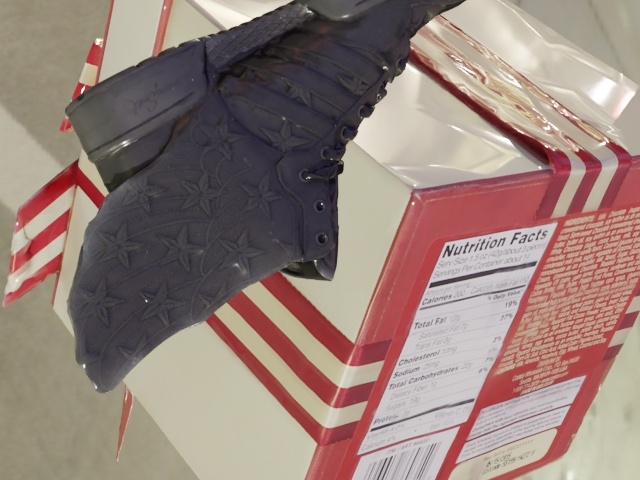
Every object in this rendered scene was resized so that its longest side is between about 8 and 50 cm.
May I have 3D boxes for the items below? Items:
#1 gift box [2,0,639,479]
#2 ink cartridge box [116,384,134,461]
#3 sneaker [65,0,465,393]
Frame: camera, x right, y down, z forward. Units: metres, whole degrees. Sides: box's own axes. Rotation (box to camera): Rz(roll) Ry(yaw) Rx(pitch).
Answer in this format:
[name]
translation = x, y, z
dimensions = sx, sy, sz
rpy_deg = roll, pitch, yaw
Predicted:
[gift box]
translation = 0.000, 0.000, 0.641
dimensions = 0.255, 0.258, 0.276
rpy_deg = -5, 129, -42
[ink cartridge box]
translation = -0.166, 0.044, 1.022
dimensions = 0.181, 0.056, 0.225
rpy_deg = -96, -157, -59
[sneaker]
translation = -0.012, -0.026, 0.383
dimensions = 0.170, 0.051, 0.089
rpy_deg = -26, 94, -13
